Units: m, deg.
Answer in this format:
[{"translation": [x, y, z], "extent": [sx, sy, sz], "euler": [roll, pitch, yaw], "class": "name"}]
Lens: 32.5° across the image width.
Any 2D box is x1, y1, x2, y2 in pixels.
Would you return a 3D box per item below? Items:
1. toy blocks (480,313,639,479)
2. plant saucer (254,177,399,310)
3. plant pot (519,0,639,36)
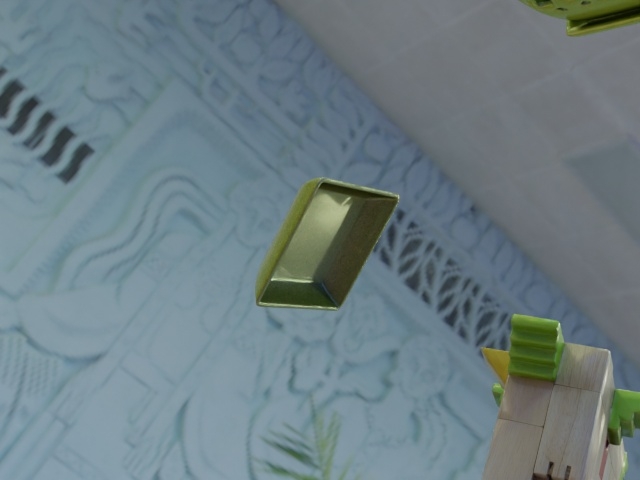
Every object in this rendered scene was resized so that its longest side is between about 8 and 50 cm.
[{"translation": [0.248, 0.287, 1.185], "extent": [0.190, 0.261, 0.381], "euler": [8, -28, 23], "class": "toy blocks"}, {"translation": [0.000, 0.000, 1.451], "extent": [0.045, 0.188, 0.188], "euler": [38, 17, 33], "class": "plant saucer"}, {"translation": [0.405, -0.423, 1.536], "extent": [0.227, 0.228, 0.207], "euler": [-8, -28, 40], "class": "plant pot"}]
